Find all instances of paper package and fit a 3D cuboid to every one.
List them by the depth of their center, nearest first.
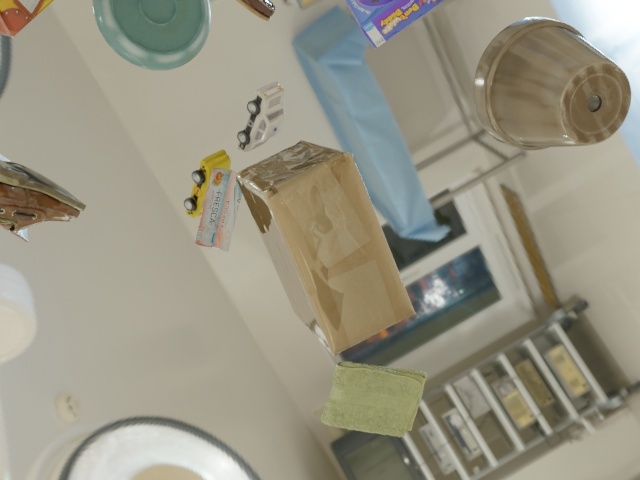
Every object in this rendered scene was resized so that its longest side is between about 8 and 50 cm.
[{"bbox_3d":[0.000,0.000,1.534,0.325,0.168,0.309,67,170,-17],"label":"paper package"}]

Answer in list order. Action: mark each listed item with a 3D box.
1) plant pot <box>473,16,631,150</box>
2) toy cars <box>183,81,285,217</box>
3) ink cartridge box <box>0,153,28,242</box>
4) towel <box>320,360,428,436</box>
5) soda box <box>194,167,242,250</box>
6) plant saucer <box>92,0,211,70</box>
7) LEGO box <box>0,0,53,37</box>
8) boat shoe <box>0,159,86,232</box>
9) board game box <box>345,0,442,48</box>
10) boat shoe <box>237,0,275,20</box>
[{"bbox_3d":[0.565,-0.345,1.991,0.323,0.323,0.280,62,173,-27],"label":"plant pot"},{"bbox_3d":[-0.194,-0.203,2.056,0.087,0.394,0.176,39,-178,15],"label":"toy cars"},{"bbox_3d":[-0.679,-0.123,1.567,0.296,0.066,0.261,40,-164,-35],"label":"ink cartridge box"},{"bbox_3d":[0.079,0.232,1.237,0.027,0.148,0.110,-129,51,-66],"label":"towel"},{"bbox_3d":[-0.229,-0.070,1.939,0.058,0.183,0.063,10,174,29],"label":"soda box"},{"bbox_3d":[-0.420,-0.597,2.160,0.043,0.317,0.318,1,123,60],"label":"plant saucer"},{"bbox_3d":[-0.641,-0.664,1.742,0.372,0.500,0.193,16,145,25],"label":"LEGO box"},{"bbox_3d":[-0.526,-0.072,1.452,0.110,0.104,0.307,30,180,23],"label":"boat shoe"},{"bbox_3d":[0.159,-0.658,2.083,0.078,0.233,0.347,43,-161,-46],"label":"board game box"},{"bbox_3d":[-0.165,-0.524,1.694,0.207,0.073,0.073,31,-159,-32],"label":"boat shoe"}]
